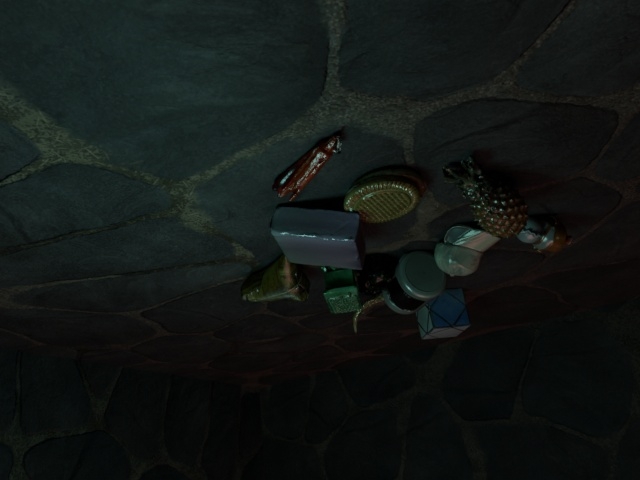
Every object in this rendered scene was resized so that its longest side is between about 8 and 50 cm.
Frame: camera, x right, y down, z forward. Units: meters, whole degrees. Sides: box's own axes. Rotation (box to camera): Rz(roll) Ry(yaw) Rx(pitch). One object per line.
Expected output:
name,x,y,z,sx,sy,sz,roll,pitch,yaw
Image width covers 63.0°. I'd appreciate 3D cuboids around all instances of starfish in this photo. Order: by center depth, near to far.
starfish,0.332,0.322,2.570,0.398,0.132,0.384,-24,160,5

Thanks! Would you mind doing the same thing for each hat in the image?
hat,0.573,0.041,2.019,0.232,0.161,0.275,11,146,-41

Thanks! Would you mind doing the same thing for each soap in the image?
soap,0.000,0.000,1.750,0.285,0.107,0.296,5,158,10

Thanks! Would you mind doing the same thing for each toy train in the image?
toy train,0.085,0.162,2.079,0.145,0.201,0.266,-8,152,6

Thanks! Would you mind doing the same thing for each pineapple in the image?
pineapple,0.524,-0.144,1.633,0.175,0.175,0.361,-23,136,29

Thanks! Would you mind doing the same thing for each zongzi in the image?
zongzi,-0.201,0.136,2.058,0.286,0.134,0.288,-7,141,10

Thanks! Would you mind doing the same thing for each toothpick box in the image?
toothpick box,0.390,0.186,2.227,0.229,0.229,0.316,-1,155,-13

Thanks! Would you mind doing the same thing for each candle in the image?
candle,-0.035,-0.207,1.448,0.302,0.084,0.059,-41,171,39

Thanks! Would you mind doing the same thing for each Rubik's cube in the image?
Rubik's cube,0.618,0.377,2.664,0.205,0.205,0.207,-2,153,-11

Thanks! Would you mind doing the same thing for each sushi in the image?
sushi,0.222,0.151,2.182,0.124,0.127,0.225,-1,156,-13

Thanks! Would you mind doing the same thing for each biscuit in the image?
biscuit,0.199,-0.137,1.630,0.259,0.079,0.259,-5,153,-3

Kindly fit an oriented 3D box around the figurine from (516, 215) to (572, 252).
figurine,0.821,-0.023,1.977,0.271,0.143,0.143,-4,154,-10
